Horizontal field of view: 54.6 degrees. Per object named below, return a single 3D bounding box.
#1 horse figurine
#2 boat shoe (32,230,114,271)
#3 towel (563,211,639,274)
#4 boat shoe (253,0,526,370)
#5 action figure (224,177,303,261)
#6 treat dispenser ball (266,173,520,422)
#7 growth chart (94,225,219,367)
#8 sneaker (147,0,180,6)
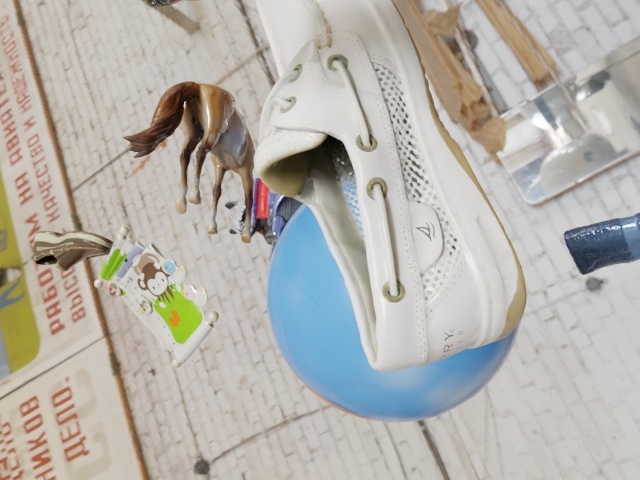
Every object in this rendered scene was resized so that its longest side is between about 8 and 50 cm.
[{"bbox_3d":[-0.121,-0.103,0.697,0.263,0.066,0.175,45,-134,-71],"label":"horse figurine"},{"bbox_3d":[-0.619,0.034,1.545,0.095,0.257,0.095,32,-116,-52],"label":"boat shoe"},{"bbox_3d":[0.322,0.000,0.649,0.067,0.119,0.029,45,-140,-42],"label":"towel"},{"bbox_3d":[0.007,-0.060,0.349,0.098,0.096,0.277,107,141,-61],"label":"boat shoe"},{"bbox_3d":[0.000,0.000,1.028,0.178,0.330,0.341,97,-176,-67],"label":"action figure"},{"bbox_3d":[0.081,0.060,0.711,0.288,0.288,0.288,47,-156,-29],"label":"treat dispenser ball"},{"bbox_3d":[-0.264,0.087,0.985,0.237,0.172,0.021,42,-146,17],"label":"growth chart"},{"bbox_3d":[-0.004,-0.135,0.232,0.075,0.161,0.057,-33,-71,-47],"label":"sneaker"}]
